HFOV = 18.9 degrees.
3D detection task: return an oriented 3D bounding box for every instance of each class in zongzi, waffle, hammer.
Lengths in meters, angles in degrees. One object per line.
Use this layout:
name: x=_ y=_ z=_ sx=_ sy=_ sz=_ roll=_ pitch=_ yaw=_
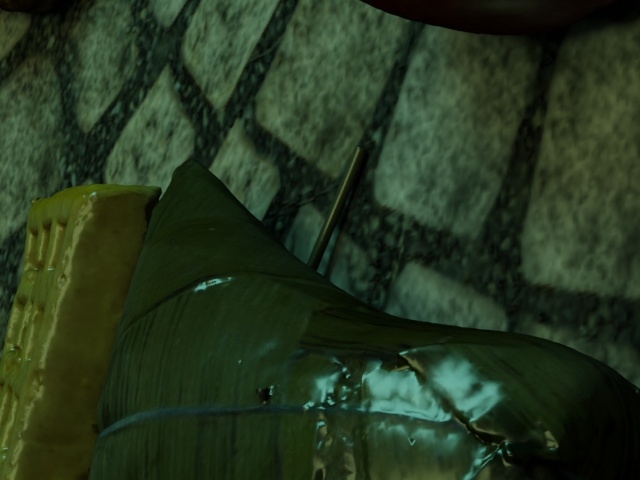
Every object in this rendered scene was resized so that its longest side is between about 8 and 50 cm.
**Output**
zongzi: x=0.015 y=0.052 z=0.906 sx=0.323 sy=0.160 sz=0.360 roll=-29 pitch=46 yaw=38
waffle: x=-0.161 y=0.085 z=1.147 sx=0.221 sy=0.055 sz=0.248 roll=177 pitch=107 yaw=-76
hammer: x=0.000 y=0.000 z=1.046 sx=0.035 sy=0.019 sz=0.110 roll=28 pitch=99 yaw=55

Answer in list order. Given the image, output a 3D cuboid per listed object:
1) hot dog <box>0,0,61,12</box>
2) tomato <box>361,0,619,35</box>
hot dog: x=-0.221 y=-0.299 z=1.382 sx=0.175 sy=0.114 sz=0.259 roll=12 pitch=88 yaw=54
tomato: x=0.046 y=-0.256 z=0.868 sx=0.290 sy=0.176 sz=0.335 roll=52 pitch=137 yaw=40
